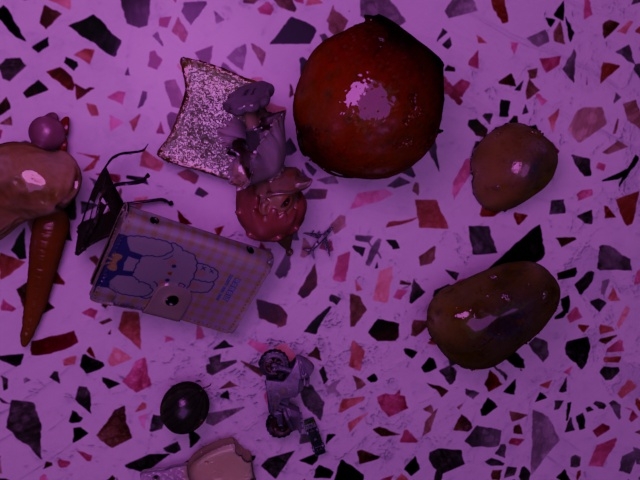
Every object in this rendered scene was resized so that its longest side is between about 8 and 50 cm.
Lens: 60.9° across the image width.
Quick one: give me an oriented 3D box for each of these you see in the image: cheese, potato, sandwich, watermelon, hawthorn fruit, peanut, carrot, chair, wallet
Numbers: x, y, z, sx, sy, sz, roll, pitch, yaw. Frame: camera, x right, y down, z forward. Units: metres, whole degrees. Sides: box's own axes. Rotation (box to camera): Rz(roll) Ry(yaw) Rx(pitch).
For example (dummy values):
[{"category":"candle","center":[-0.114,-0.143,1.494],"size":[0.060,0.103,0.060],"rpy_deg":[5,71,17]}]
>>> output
[{"category":"cheese","center":[-0.277,0.517,1.231],"size":[0.255,0.050,0.127],"rpy_deg":[-5,100,-6]},{"category":"potato","center":[0.432,-0.157,1.183],"size":[0.202,0.117,0.182],"rpy_deg":[-40,105,0]},{"category":"sandwich","center":[-0.220,-0.242,1.109],"size":[0.186,0.065,0.215],"rpy_deg":[19,97,-10]},{"category":"watermelon","center":[-0.284,0.352,1.176],"size":[0.105,0.105,0.133],"rpy_deg":[43,93,-11]},{"category":"potato","center":[0.383,0.161,1.197],"size":[0.307,0.173,0.210],"rpy_deg":[-31,100,1]},{"category":"hawthorn fruit","center":[0.093,-0.268,1.039],"size":[0.315,0.316,0.316],"rpy_deg":[-1,99,-7]},{"category":"peanut","center":[-0.614,-0.091,1.023],"size":[0.339,0.174,0.158],"rpy_deg":[-27,123,1]},{"category":"carrot","center":[-0.570,0.065,1.118],"size":[0.069,0.069,0.336],"rpy_deg":[14,100,-9]},{"category":"chair","center":[-0.405,-0.068,1.063],"size":[0.213,0.174,0.149],"rpy_deg":[-20,131,-2]},{"category":"wallet","center":[-0.272,0.064,1.077],"size":[0.309,0.077,0.223],"rpy_deg":[19,119,-31]}]

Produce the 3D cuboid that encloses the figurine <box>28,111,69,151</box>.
[{"category":"figurine","center":[-0.536,-0.214,1.073],"size":[0.071,0.067,0.083],"rpy_deg":[6,82,-28]}]

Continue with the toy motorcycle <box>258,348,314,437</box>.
[{"category":"toy motorcycle","center":[-0.071,0.338,1.219],"size":[0.122,0.080,0.216],"rpy_deg":[-6,105,-4]}]

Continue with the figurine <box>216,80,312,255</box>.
[{"category":"figurine","center":[-0.094,-0.104,1.058],"size":[0.166,0.207,0.387],"rpy_deg":[-5,125,11]}]

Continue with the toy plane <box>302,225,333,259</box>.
[{"category":"toy plane","center":[-0.001,0.000,1.197],"size":[0.078,0.024,0.084],"rpy_deg":[41,92,7]}]

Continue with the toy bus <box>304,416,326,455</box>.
[{"category":"toy bus","center":[-0.013,0.455,1.262],"size":[0.031,0.037,0.083],"rpy_deg":[-20,102,-5]}]
